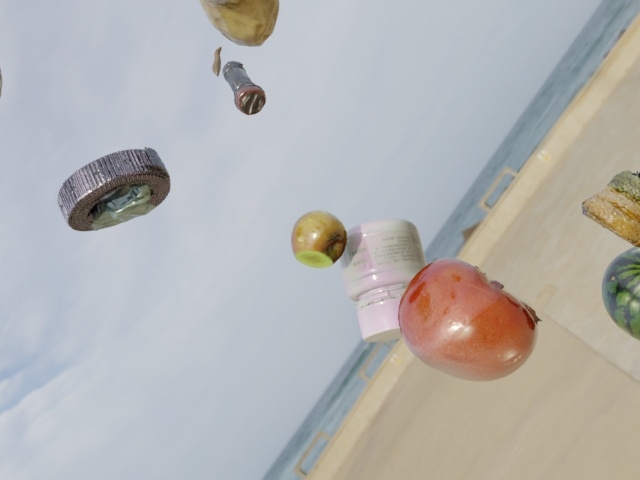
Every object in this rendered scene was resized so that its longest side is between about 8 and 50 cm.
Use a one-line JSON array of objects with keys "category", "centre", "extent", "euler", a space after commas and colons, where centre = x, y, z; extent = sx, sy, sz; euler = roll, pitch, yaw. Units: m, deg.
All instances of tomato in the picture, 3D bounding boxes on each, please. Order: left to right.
[{"category": "tomato", "centre": [0.360, 0.213, 1.618], "extent": [0.273, 0.341, 0.341], "euler": [-50, -8, 0]}]

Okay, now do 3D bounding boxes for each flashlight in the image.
[{"category": "flashlight", "centre": [-0.231, -0.449, 1.880], "extent": [0.092, 0.232, 0.093], "euler": [-13, -51, -17]}]

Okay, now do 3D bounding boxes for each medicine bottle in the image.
[{"category": "medicine bottle", "centre": [0.198, 0.121, 1.917], "extent": [0.255, 0.325, 0.256], "euler": [-11, -18, -4]}]

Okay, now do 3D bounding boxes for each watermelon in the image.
[{"category": "watermelon", "centre": [0.918, 0.146, 1.738], "extent": [0.285, 0.285, 0.285], "euler": [-53, -8, -11]}]

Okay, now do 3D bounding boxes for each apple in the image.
[{"category": "apple", "centre": [-0.004, -0.002, 1.804], "extent": [0.146, 0.147, 0.163], "euler": [20, -90, -45]}]

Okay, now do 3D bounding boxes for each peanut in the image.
[{"category": "peanut", "centre": [-0.176, -0.524, 1.227], "extent": [0.169, 0.192, 0.387], "euler": [-28, -27, 1]}]

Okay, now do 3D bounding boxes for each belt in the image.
[{"category": "belt", "centre": [-0.595, -0.140, 1.874], "extent": [0.324, 0.122, 0.260], "euler": [-29, -19, -6]}]

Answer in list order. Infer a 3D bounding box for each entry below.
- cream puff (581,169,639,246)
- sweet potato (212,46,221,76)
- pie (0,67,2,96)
[{"category": "cream puff", "centre": [0.765, -0.095, 1.597], "extent": [0.169, 0.183, 0.183], "euler": [-57, -9, 13]}, {"category": "sweet potato", "centre": [-0.290, -0.500, 1.805], "extent": [0.026, 0.026, 0.115], "euler": [113, 158, -57]}, {"category": "pie", "centre": [-0.615, -0.327, 1.067], "extent": [0.090, 0.248, 0.201], "euler": [-35, -21, -46]}]
